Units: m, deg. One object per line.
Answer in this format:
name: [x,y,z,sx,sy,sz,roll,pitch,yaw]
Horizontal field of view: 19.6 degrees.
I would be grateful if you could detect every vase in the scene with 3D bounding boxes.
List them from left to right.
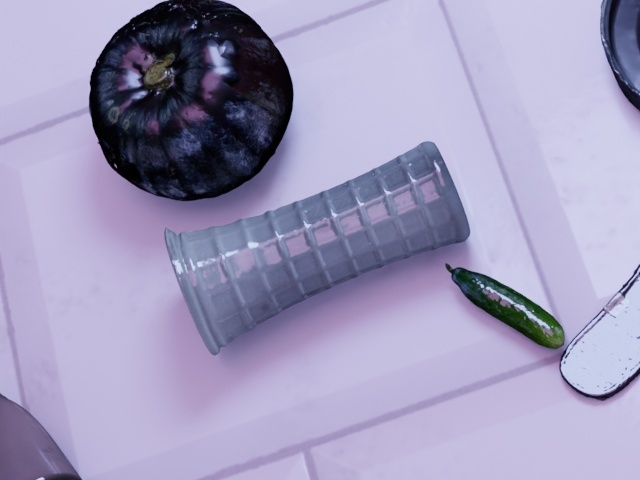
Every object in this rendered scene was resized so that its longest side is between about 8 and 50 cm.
vase: [0.000,0.000,1.932,0.299,0.143,0.143,-21,59,0]

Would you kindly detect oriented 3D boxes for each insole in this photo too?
insole: [0.355,0.037,1.874,0.309,0.012,0.110,-45,61,-10]

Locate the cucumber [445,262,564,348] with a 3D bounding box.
cucumber: [0.190,0.065,1.894,0.155,0.037,0.037,34,76,27]

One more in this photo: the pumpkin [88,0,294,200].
pumpkin: [-0.144,-0.158,2.036,0.233,0.163,0.233,-10,66,23]

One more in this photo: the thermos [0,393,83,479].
thermos: [-0.343,0.231,1.935,0.193,0.105,0.137,48,115,34]

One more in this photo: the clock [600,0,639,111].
clock: [0.439,-0.230,1.966,0.281,0.055,0.280,-7,61,13]
